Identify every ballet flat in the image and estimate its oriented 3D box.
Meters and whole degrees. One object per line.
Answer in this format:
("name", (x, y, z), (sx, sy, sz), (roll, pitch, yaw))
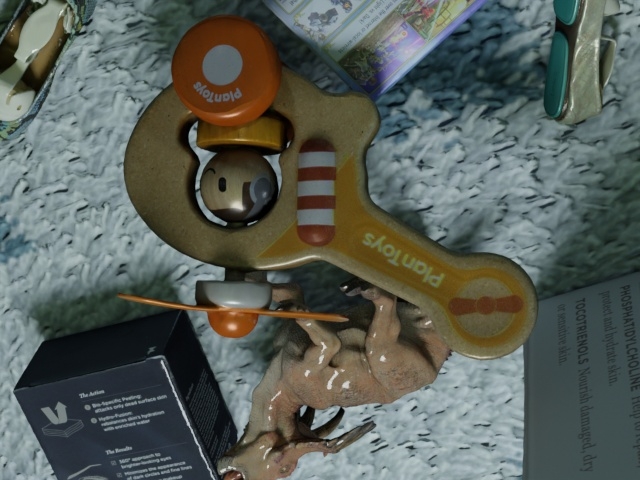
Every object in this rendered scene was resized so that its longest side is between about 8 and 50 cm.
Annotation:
("ballet flat", (0.214, -0.174, 1.058), (0.052, 0.057, 0.168), (-6, 123, -13))
("ballet flat", (-0.255, -0.155, 1.123), (0.070, 0.070, 0.188), (30, 117, -7))

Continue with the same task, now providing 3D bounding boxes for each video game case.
("video game case", (0.049, -0.280, 1.017), (0.244, 0.061, 0.269), (44, 114, -12))

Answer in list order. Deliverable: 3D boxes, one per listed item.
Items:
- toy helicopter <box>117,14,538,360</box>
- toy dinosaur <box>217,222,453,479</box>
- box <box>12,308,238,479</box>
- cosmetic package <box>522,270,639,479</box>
("toy helicopter", (0.000, 0.000, 1.031), (0.355, 0.140, 0.235), (29, 87, 12))
("toy dinosaur", (0.036, 0.112, 1.182), (0.295, 0.127, 0.200), (-17, 112, 12))
("box", (-0.181, 0.166, 1.255), (0.155, 0.093, 0.158), (-14, 114, 15))
("cosmetic package", (0.401, 0.206, 1.057), (0.393, 0.327, 0.329), (-18, 113, 17))
